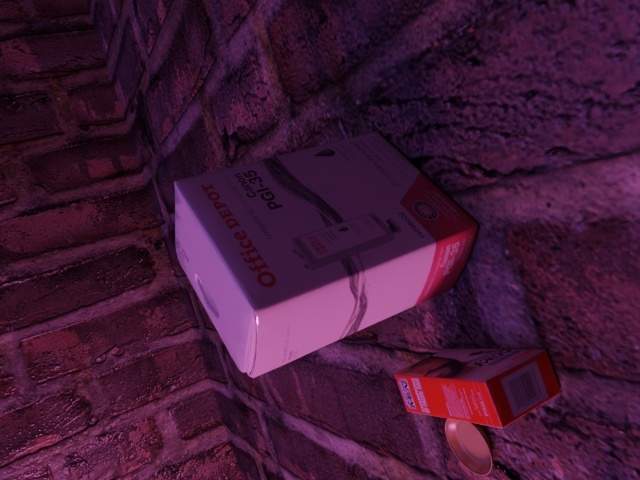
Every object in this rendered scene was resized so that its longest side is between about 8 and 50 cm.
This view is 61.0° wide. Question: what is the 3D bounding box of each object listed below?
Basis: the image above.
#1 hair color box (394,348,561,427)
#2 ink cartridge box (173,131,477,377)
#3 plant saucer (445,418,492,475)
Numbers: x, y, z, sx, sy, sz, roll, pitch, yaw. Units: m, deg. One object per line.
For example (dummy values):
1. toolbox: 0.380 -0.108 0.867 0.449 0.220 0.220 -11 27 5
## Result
1. hair color box: 0.171 0.162 0.622 0.167 0.093 0.053 -25 83 62
2. ink cartridge box: 0.000 0.000 0.629 0.207 0.283 0.117 51 147 34
3. plant saucer: 0.199 0.268 0.720 0.083 0.015 0.083 41 141 45
